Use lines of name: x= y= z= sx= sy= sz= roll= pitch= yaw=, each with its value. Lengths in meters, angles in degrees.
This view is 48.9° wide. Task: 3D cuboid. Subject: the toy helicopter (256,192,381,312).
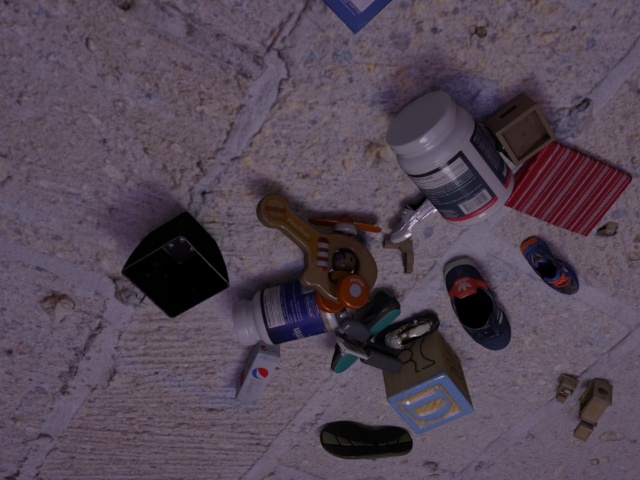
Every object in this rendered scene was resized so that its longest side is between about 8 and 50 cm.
toy helicopter: x=0.000 y=0.000 z=1.722 sx=0.355 sy=0.235 sz=0.140 roll=40 pitch=155 yaw=-14

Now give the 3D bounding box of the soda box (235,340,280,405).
soda box: x=-0.184 y=0.382 z=2.052 sx=0.069 sy=0.074 sz=0.216 roll=17 pitch=123 yaw=-15

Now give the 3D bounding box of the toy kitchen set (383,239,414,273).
toy kitchen set: x=0.199 y=0.046 z=1.833 sx=0.075 sy=0.083 sz=0.068 roll=2 pitch=168 yaw=-5

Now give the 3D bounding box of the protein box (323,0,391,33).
protein box: x=0.070 y=-0.549 z=1.336 sx=0.201 sy=0.136 sz=0.200 roll=-39 pitch=119 yaw=23

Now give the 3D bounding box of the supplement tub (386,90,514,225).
supplement tub: x=0.293 y=-0.181 z=1.588 sx=0.191 sy=0.191 sz=0.272 roll=-33 pitch=120 yaw=20

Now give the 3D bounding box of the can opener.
can opener: x=0.134 y=0.288 z=1.877 sx=0.093 sy=0.074 sz=0.280 roll=-43 pitch=138 yaw=13

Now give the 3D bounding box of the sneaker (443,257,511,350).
sneaker: x=0.434 y=0.214 z=1.918 sx=0.131 sy=0.148 sz=0.350 roll=-27 pitch=124 yaw=16

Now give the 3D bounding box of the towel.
towel: x=0.609 y=-0.128 z=1.749 sx=0.275 sy=0.031 sz=0.198 roll=19 pitch=121 yaw=-19

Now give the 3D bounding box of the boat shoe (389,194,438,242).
boat shoe: x=0.235 y=-0.067 z=1.753 sx=0.184 sy=0.066 sz=0.063 roll=-38 pitch=110 yaw=23

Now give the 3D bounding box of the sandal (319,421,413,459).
sandal: x=0.145 y=0.657 z=2.257 sx=0.303 sy=0.120 sz=0.086 roll=8 pitch=139 yaw=-10

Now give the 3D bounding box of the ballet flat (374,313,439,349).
ballet flat: x=0.240 y=0.264 z=1.989 sx=0.203 sy=0.074 sz=0.074 roll=-25 pitch=124 yaw=13

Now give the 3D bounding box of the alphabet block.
alphabet block: x=0.300 y=0.399 z=2.018 sx=0.192 sy=0.197 sz=0.193 roll=-26 pitch=123 yaw=16

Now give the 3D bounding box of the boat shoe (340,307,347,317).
boat shoe: x=0.002 y=0.201 z=1.951 sx=0.142 sy=0.049 sz=0.040 roll=-14 pitch=107 yaw=5

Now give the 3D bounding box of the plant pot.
plant pot: x=-0.346 y=0.042 z=1.733 sx=0.188 sy=0.167 sz=0.187 roll=-28 pitch=124 yaw=18

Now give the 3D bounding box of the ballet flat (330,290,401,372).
ballet flat: x=0.113 y=0.247 z=1.959 sx=0.280 sy=0.096 sz=0.095 roll=-48 pitch=145 yaw=19

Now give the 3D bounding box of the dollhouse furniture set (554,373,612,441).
dollhouse furniture set: x=0.800 y=0.508 z=2.217 sx=0.161 sy=0.101 sz=0.181 roll=23 pitch=126 yaw=10

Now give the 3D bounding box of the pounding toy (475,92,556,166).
pounding toy: x=0.434 y=-0.256 z=1.615 sx=0.141 sy=0.100 sz=0.130 roll=-37 pitch=122 yaw=9

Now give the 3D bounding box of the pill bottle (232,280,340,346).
pill bottle: x=-0.090 y=0.191 z=1.868 sx=0.265 sy=0.153 sz=0.153 roll=-14 pitch=126 yaw=8

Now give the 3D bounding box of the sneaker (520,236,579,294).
sneaker: x=0.614 y=0.087 z=1.872 sx=0.221 sy=0.087 sz=0.083 roll=35 pitch=118 yaw=-25
